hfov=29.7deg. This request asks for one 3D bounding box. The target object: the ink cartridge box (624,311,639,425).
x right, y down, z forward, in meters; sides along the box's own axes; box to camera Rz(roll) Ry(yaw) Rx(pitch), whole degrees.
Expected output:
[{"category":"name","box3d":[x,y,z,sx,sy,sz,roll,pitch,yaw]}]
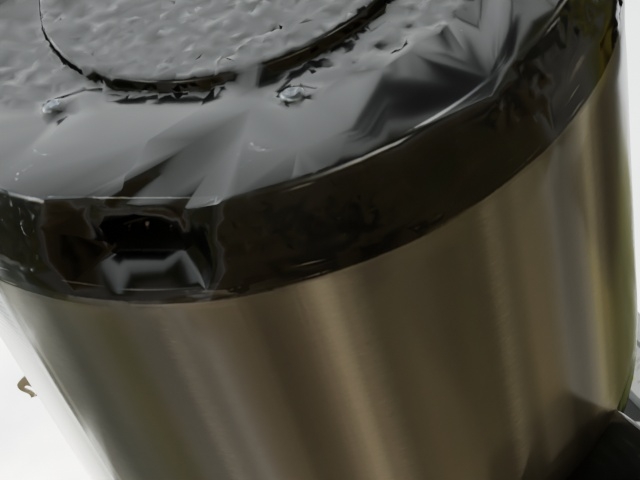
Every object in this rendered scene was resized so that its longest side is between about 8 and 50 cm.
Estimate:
[{"category":"ink cartridge box","box3d":[0.294,0.186,1.239,0.131,0.306,0.226,-34,-23,-16]}]

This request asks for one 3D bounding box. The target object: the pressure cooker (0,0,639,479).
[{"category":"pressure cooker","box3d":[-0.006,0.003,0.704,0.375,0.370,0.420,-8,-46,9]}]

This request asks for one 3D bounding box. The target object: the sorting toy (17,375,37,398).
[{"category":"sorting toy","box3d":[-0.302,0.152,1.360,0.075,0.045,0.083,-30,-23,-4]}]
